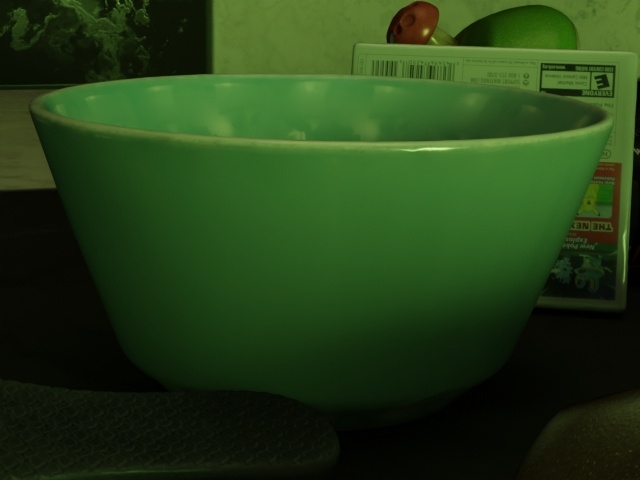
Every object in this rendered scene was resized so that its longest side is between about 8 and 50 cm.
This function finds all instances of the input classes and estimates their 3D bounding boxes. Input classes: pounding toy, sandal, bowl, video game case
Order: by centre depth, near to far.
[{"bbox_3d":[-0.114,0.100,0.481,0.255,0.054,0.097,7,18,-19],"label":"sandal"},{"bbox_3d":[0.000,0.000,0.649,0.312,0.163,0.311,1,13,0],"label":"bowl"},{"bbox_3d":[0.117,-0.046,0.818,0.201,0.183,0.023,3,-4,8],"label":"video game case"},{"bbox_3d":[0.087,-0.101,0.905,0.110,0.236,0.183,29,7,-19],"label":"pounding toy"}]

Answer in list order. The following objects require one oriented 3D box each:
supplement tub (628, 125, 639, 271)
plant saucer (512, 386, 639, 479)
[{"bbox_3d":[0.243,-0.033,0.910,0.191,0.117,0.117,-2,14,-9],"label":"supplement tub"},{"bbox_3d":[0.205,0.055,0.393,0.311,0.050,0.310,-11,-11,-2],"label":"plant saucer"}]
